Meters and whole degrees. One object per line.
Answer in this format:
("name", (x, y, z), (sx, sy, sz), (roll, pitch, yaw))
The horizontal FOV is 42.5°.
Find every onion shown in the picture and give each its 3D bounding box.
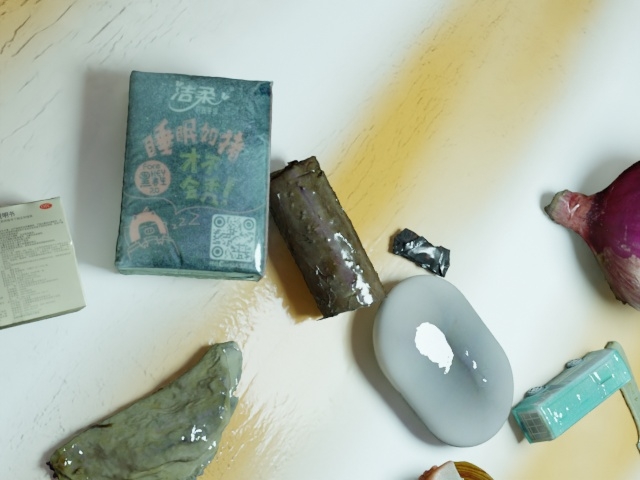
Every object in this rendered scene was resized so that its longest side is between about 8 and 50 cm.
("onion", (0.640, -0.029, 1.635), (0.385, 0.348, 0.348), (16, 70, 13))

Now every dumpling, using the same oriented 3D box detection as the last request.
("dumpling", (-0.222, 0.295, 1.228), (0.332, 0.086, 0.166), (-33, 94, -24))

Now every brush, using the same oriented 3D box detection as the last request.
("brush", (0.666, 0.364, 1.707), (0.085, 0.020, 0.337), (-26, 93, -28))

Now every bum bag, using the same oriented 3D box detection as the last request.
("bum bag", (0.188, 0.021, 1.514), (0.124, 0.034, 0.058), (29, 78, -20))

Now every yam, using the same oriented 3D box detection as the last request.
("yam", (0.002, -0.001, 1.373), (0.131, 0.131, 0.280), (-29, 94, -28))

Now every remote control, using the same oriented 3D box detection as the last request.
("remote control", (0.222, 0.213, 1.457), (0.221, 0.103, 0.332), (-43, 101, -27))

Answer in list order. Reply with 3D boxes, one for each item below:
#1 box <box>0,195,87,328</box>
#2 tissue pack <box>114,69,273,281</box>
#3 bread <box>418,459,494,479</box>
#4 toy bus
("box", (-0.454, 0.041, 1.144), (0.211, 0.095, 0.168), (-13, 88, -29))
("tissue pack", (-0.191, -0.099, 1.276), (0.227, 0.103, 0.316), (4, 79, -11))
("bread", (0.241, 0.480, 1.375), (0.224, 0.142, 0.212), (10, 50, -32))
("toy bus", (0.486, 0.296, 1.581), (0.261, 0.109, 0.091), (-28, 88, -29))
